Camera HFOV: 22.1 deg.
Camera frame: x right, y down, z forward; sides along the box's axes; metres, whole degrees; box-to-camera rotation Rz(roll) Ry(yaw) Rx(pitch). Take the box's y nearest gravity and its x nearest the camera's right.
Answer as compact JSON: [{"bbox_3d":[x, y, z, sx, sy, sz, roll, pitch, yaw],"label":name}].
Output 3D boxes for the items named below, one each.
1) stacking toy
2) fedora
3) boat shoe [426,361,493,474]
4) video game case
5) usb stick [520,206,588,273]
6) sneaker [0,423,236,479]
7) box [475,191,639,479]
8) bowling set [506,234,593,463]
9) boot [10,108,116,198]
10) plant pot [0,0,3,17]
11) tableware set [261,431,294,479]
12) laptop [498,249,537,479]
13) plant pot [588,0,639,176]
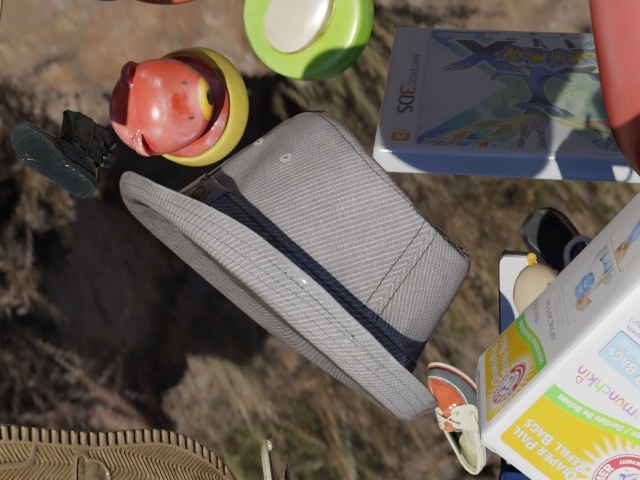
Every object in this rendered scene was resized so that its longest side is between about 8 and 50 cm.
[{"bbox_3d":[-0.117,-0.245,1.573,0.279,0.309,0.130,-22,176,24],"label":"stacking toy"},{"bbox_3d":[0.000,0.000,1.060,0.243,0.275,0.124,42,84,-19],"label":"fedora"},{"bbox_3d":[0.134,0.172,1.586,0.043,0.049,0.137,-57,136,-30],"label":"boat shoe"},{"bbox_3d":[0.235,-0.159,1.843,0.328,0.300,0.036,3,123,6],"label":"video game case"},{"bbox_3d":[0.249,0.047,1.503,0.045,0.077,0.278,-42,147,2],"label":"usb stick"},{"bbox_3d":[-0.197,0.184,1.188,0.153,0.099,0.282,-10,160,42],"label":"sneaker"},{"bbox_3d":[0.191,0.051,0.884,0.114,0.103,0.203,39,109,-11],"label":"box"},{"bbox_3d":[0.236,0.148,1.209,0.154,0.200,0.287,-17,108,-21],"label":"bowling set"},{"bbox_3d":[-0.283,-0.110,1.811,0.121,0.099,0.045,40,124,-24],"label":"boot"},{"bbox_3d":[-0.371,-0.140,1.170,0.212,0.187,0.212,8,88,-67],"label":"plant pot"},{"bbox_3d":[-0.025,0.234,1.268,0.020,0.169,0.141,-9,161,-1],"label":"tableware set"},{"bbox_3d":[0.363,0.250,1.744,0.381,0.236,0.408,3,115,15],"label":"laptop"},{"bbox_3d":[0.316,-0.194,1.232,0.275,0.275,0.243,-33,141,4],"label":"plant pot"}]
